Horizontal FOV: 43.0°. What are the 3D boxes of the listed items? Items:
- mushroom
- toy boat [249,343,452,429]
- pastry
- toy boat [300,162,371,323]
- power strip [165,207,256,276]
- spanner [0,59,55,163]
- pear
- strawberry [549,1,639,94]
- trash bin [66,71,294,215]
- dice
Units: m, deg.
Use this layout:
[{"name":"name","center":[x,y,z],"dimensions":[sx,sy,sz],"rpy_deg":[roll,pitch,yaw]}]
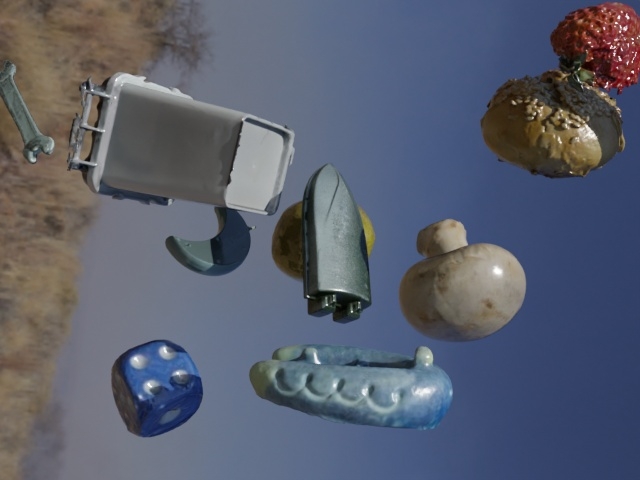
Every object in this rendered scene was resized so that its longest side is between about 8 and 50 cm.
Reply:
[{"name":"mushroom","center":[0.319,0.083,1.894],"dimensions":[0.297,0.297,0.290],"rpy_deg":[120,-35,-55]},{"name":"toy boat","center":[0.057,0.218,1.357],"dimensions":[0.215,0.330,0.123],"rpy_deg":[-8,107,-73]},{"name":"pastry","center":[0.528,-0.277,1.833],"dimensions":[0.284,0.315,0.184],"rpy_deg":[-87,-179,-49]},{"name":"toy boat","center":[0.022,-0.006,1.537],"dimensions":[0.092,0.141,0.319],"rpy_deg":[-27,-124,42]},{"name":"power strip","center":[-0.206,-0.002,1.652],"dimensions":[0.044,0.137,0.216],"rpy_deg":[-49,174,40]},{"name":"spanner","center":[-0.569,-0.245,1.528],"dimensions":[0.302,0.071,0.017],"rpy_deg":[54,1,34]},{"name":"pear","center":[0.000,0.000,1.757],"dimensions":[0.211,0.228,0.188],"rpy_deg":[-156,-125,-74]},{"name":"strawberry","center":[0.504,-0.355,1.418],"dimensions":[0.236,0.175,0.107],"rpy_deg":[-45,167,-40]},{"name":"trash bin","center":[-0.267,-0.175,1.580],"dimensions":[0.367,0.296,0.256],"rpy_deg":[15,-89,31]},{"name":"dice","center":[-0.324,0.292,1.609],"dimensions":[0.146,0.146,0.143],"rpy_deg":[53,-39,29]}]
